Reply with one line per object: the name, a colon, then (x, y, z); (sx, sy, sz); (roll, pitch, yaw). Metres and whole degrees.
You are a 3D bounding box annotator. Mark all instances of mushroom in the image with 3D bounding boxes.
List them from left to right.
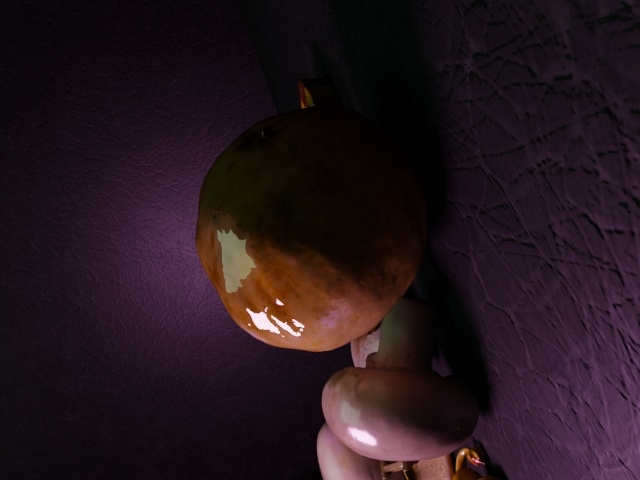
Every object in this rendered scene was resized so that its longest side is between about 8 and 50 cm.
mushroom: (0.170, 0.244, 1.173); (0.226, 0.177, 0.227); (14, 107, 54)
mushroom: (0.143, 0.255, 0.945); (0.292, 0.292, 0.291); (81, -167, -71)

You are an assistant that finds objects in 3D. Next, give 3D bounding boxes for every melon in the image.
melon: (0.112, 0.620, 1.404); (0.223, 0.222, 0.317); (76, 169, -60)

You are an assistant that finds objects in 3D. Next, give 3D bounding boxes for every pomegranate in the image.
pomegranate: (0.000, 0.000, 0.807); (0.410, 0.409, 0.411); (159, 90, -86)

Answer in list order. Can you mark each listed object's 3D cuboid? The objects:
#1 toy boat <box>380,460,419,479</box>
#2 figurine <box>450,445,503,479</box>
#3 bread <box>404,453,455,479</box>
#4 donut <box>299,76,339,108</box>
toy boat: (0.172, 0.369, 1.281); (0.162, 0.135, 0.446); (34, -146, -33)
figurine: (0.312, 0.474, 1.000); (0.176, 0.121, 0.123); (125, 153, -69)
bread: (0.262, 0.535, 1.487); (0.324, 0.143, 0.333); (-119, 10, -58)
donut: (0.003, -0.306, 1.212); (0.184, 0.073, 0.166); (77, 172, -55)
